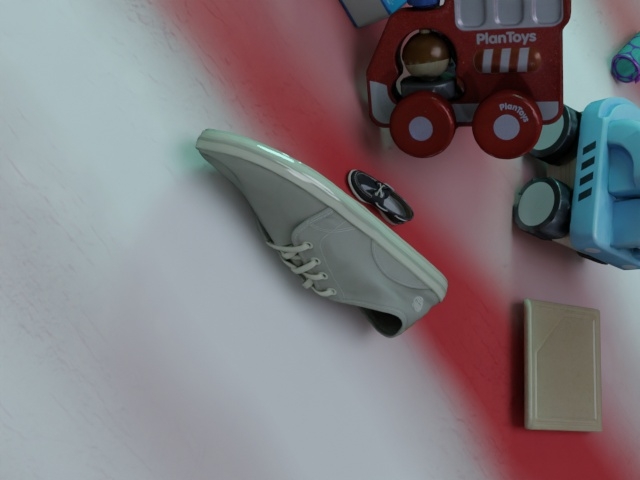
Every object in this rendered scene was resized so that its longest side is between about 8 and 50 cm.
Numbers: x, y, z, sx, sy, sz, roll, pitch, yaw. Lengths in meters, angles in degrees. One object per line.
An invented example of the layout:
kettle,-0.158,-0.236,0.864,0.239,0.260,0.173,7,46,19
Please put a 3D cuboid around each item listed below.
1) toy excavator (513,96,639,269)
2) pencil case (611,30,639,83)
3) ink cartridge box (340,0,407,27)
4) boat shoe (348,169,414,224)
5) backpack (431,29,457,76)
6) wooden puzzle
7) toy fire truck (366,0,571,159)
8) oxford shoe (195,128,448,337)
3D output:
toy excavator,0.556,-0.047,1.714,0.222,0.445,0.432,20,71,-36
pencil case,0.637,-0.371,2.077,0.070,0.064,0.152,46,54,5
ink cartridge box,0.103,-0.450,1.629,0.203,0.086,0.148,-46,112,-34
boat shoe,0.093,-0.067,1.597,0.125,0.038,0.046,43,59,-27
backpack,0.266,-0.302,1.708,0.117,0.158,0.173,-38,96,-46
wooden puzzle,0.420,0.221,1.830,0.239,0.044,0.220,11,76,-43
toy fire truck,0.218,-0.265,1.554,0.169,0.302,0.253,-51,140,-63
oxford shoe,0.000,0.000,1.443,0.449,0.169,0.130,38,81,-31
